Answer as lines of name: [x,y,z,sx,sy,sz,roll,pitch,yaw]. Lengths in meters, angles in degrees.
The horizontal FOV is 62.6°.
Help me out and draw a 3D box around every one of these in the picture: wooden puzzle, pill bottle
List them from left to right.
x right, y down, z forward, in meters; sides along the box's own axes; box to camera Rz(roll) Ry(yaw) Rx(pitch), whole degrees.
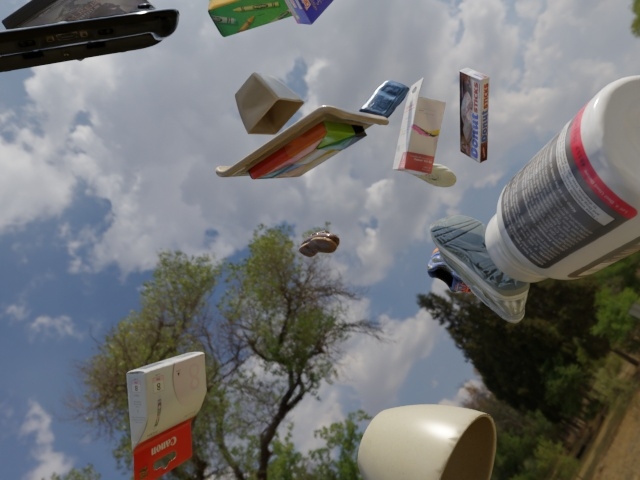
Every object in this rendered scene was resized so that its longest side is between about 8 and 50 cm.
wooden puzzle: [-0.022,-0.151,0.875,0.221,0.238,0.044,-17,-94,-62]
pill bottle: [0.348,-0.051,0.700,0.176,0.176,0.318,-46,-8,-22]

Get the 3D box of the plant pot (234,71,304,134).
plant pot: [-0.123,-0.305,1.155,0.109,0.096,0.109,-41,-11,29]

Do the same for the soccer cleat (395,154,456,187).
soccer cleat: [0.309,-0.208,1.567,0.068,0.196,0.076,-67,-10,26]

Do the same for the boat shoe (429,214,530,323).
boat shoe: [0.330,0.046,1.124,0.118,0.320,0.103,-20,-57,-10]

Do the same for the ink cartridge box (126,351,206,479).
ink cartridge box: [-0.307,0.363,1.085,0.189,0.066,0.233,-1,-98,-67]

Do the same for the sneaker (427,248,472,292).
sneaker: [0.361,0.102,1.305,0.087,0.221,0.083,-42,-35,-36]

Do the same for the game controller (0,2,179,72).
game controller: [-0.360,-0.287,0.731,0.319,0.166,0.067,-20,-71,-23]

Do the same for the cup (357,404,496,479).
cup: [0.228,0.518,1.222,0.331,0.237,0.331,-19,-64,-46]

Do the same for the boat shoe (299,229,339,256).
boat shoe: [0.000,0.000,1.675,0.073,0.207,0.073,43,-116,-20]

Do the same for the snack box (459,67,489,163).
snack box: [0.300,-0.242,1.027,0.022,0.064,0.178,-26,-49,-15]

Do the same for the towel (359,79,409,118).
towel: [0.141,-0.311,1.169,0.119,0.067,0.029,-52,-23,-24]

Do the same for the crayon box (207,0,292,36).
crayon box: [-0.118,-0.597,1.236,0.081,0.278,0.165,58,-155,-55]

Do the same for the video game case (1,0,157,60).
video game case: [-0.419,-0.409,0.954,0.196,0.026,0.274,-32,10,3]

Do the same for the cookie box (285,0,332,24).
cookie box: [-0.016,-0.435,0.881,0.107,0.040,0.092,-52,-44,-15]

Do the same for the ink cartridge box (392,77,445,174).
ink cartridge box: [0.224,-0.251,1.182,0.115,0.067,0.198,-127,47,-81]
